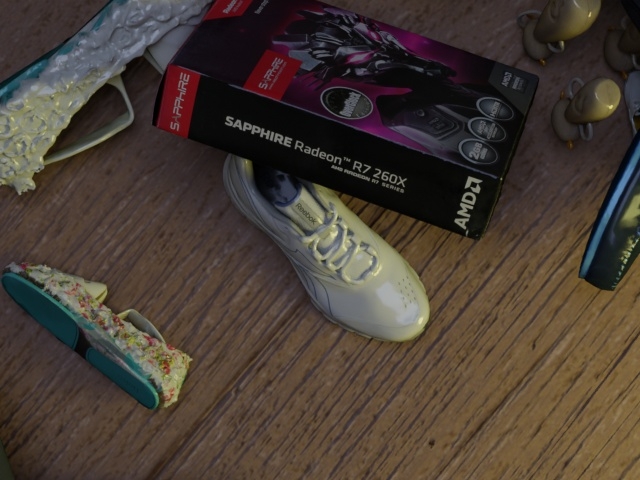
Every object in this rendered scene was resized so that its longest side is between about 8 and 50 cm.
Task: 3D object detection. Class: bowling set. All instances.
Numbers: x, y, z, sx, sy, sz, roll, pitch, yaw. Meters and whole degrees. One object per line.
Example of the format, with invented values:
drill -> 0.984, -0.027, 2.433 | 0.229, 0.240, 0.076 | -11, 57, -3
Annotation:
bowling set -> 0.323, -0.252, 1.872 | 0.200, 0.154, 0.287 | -8, 80, -17

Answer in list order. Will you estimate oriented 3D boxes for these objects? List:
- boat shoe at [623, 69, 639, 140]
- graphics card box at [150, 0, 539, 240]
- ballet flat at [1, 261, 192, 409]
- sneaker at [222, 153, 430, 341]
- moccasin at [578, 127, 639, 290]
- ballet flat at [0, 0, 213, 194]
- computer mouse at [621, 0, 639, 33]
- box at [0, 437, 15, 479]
boat shoe -> 0.360, -0.143, 1.889 | 0.035, 0.035, 0.100 | -3, 82, 3
graphics card box -> 0.034, -0.149, 1.814 | 0.371, 0.233, 0.094 | 21, 126, 6
ballet flat -> -0.245, 0.094, 1.877 | 0.241, 0.091, 0.077 | 40, 56, 3
sneaker -> 0.000, 0.000, 1.843 | 0.297, 0.129, 0.111 | 42, 85, 7
moccasin -> 0.392, -0.090, 1.801 | 0.117, 0.138, 0.342 | 29, 84, 5
ballet flat -> -0.231, -0.204, 1.898 | 0.409, 0.147, 0.147 | -39, 82, 1
computer mouse -> 0.380, -0.236, 1.751 | 0.188, 0.072, 0.272 | -30, 81, -19
box -> -0.495, 0.406, 1.604 | 0.297, 0.472, 0.480 | -25, 81, 25
